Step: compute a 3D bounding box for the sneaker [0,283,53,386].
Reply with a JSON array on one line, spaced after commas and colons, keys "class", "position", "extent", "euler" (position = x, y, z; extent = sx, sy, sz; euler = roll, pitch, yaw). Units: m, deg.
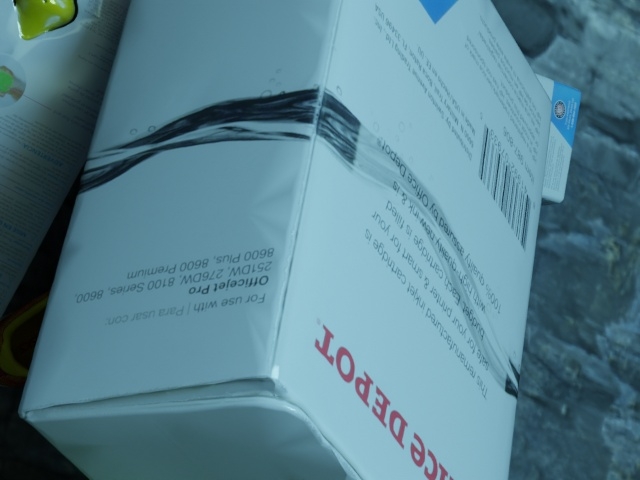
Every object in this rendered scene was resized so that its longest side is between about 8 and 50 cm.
[{"class": "sneaker", "position": [-0.142, 0.038, 1.271], "extent": [0.175, 0.067, 0.064], "euler": [-44, 106, -27]}]

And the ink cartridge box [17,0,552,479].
[{"class": "ink cartridge box", "position": [0.000, 0.000, 1.177], "extent": [0.285, 0.166, 0.395], "euler": [52, 38, -44]}]

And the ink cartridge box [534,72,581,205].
[{"class": "ink cartridge box", "position": [0.123, -0.083, 1.444], "extent": [0.122, 0.052, 0.089], "euler": [18, 77, -30]}]

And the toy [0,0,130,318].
[{"class": "toy", "position": [-0.213, -0.072, 1.228], "extent": [0.137, 0.056, 0.237], "euler": [28, 96, -10]}]
